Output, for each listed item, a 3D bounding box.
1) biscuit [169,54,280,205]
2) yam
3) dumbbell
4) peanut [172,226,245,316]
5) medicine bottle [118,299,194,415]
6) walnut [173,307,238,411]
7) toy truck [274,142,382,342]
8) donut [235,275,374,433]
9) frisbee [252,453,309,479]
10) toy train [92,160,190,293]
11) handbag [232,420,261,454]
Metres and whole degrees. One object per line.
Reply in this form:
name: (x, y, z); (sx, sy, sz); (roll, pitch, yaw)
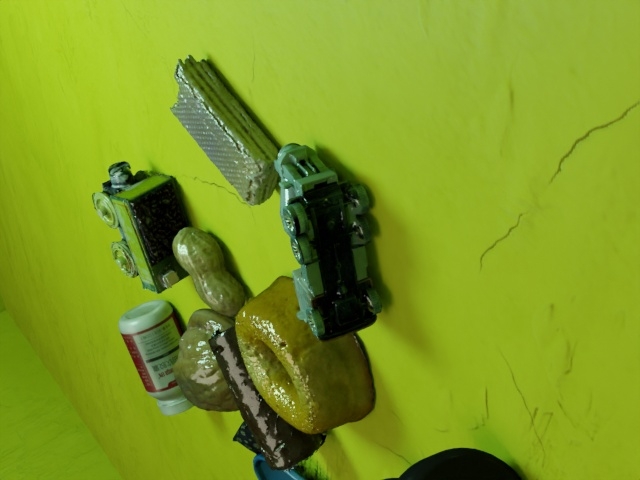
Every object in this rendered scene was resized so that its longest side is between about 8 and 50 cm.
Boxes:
biscuit: (-0.145, -0.170, 1.420); (0.239, 0.062, 0.108); (50, 149, 20)
yam: (-0.102, 0.275, 1.696); (0.279, 0.131, 0.131); (62, 154, 1)
dumbbell: (0.148, 0.418, 1.295); (0.203, 0.204, 0.322); (56, 153, 11)
peanut: (-0.202, 0.057, 1.716); (0.192, 0.089, 0.089); (57, 153, 1)
medicine bottle: (-0.365, 0.270, 2.144); (0.131, 0.131, 0.250); (6, 120, 59)
walnut: (-0.206, 0.263, 1.853); (0.204, 0.141, 0.238); (28, 141, 41)
toy truck: (0.000, 0.000, 1.280); (0.140, 0.108, 0.256); (-137, 31, -58)
donut: (-0.039, 0.197, 1.521); (0.277, 0.108, 0.277); (42, 148, 35)
frisbee: (-0.040, 0.516, 1.883); (0.242, 0.045, 0.242); (33, 148, 24)
toy train: (-0.340, -0.027, 1.827); (0.177, 0.134, 0.260); (13, 127, 46)
handbag: (-0.105, 0.413, 1.893); (0.139, 0.072, 0.115); (44, 147, 6)
